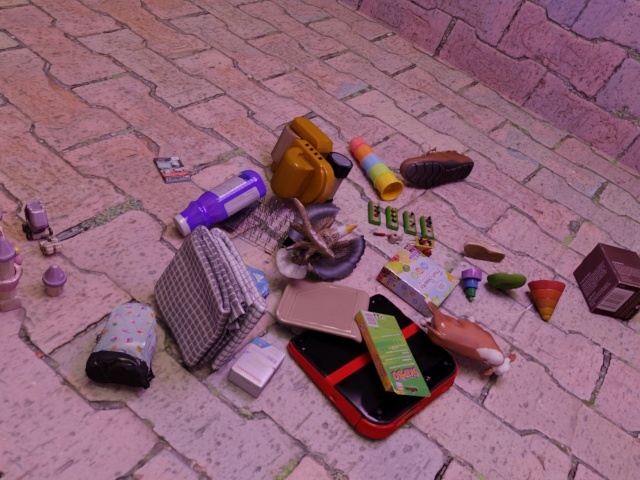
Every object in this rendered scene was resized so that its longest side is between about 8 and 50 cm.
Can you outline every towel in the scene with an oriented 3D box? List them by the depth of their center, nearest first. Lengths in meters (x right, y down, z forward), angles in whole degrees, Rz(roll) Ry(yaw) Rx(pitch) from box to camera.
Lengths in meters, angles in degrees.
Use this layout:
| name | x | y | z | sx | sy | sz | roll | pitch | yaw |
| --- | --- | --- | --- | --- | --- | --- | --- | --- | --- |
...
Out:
| name | x | y | z | sx | sy | sz | roll | pitch | yaw |
| --- | --- | --- | --- | --- | --- | --- | --- | --- | --- |
| towel | -0.279 | 0.138 | 1.370 | 0.121 | 0.235 | 0.283 | 9 | 39 | -47 |

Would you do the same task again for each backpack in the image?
| name | x | y | z | sx | sy | sz | roll | pitch | yaw |
| --- | --- | --- | --- | --- | --- | --- | --- | --- | --- |
| backpack | -0.434 | 0.233 | 1.297 | 0.152 | 0.115 | 0.182 | 14 | 38 | -7 |

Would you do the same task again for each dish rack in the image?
| name | x | y | z | sx | sy | sz | roll | pitch | yaw |
| --- | --- | --- | --- | --- | --- | --- | --- | --- | --- |
| dish rack | -0.169 | -0.063 | 1.778 | 0.272 | 0.074 | 0.208 | 28 | 39 | 6 |

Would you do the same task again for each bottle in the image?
| name | x | y | z | sx | sy | sz | roll | pitch | yaw |
| --- | --- | --- | --- | --- | --- | --- | --- | --- | --- |
| bottle | -0.300 | -0.110 | 1.701 | 0.283 | 0.092 | 0.118 | -34 | 28 | -23 |

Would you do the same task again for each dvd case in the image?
| name | x | y | z | sx | sy | sz | roll | pitch | yaw |
| --- | --- | --- | --- | --- | --- | --- | --- | --- | --- |
| dvd case | -0.483 | -0.231 | 1.861 | 0.087 | 0.013 | 0.119 | -12 | 52 | -34 |

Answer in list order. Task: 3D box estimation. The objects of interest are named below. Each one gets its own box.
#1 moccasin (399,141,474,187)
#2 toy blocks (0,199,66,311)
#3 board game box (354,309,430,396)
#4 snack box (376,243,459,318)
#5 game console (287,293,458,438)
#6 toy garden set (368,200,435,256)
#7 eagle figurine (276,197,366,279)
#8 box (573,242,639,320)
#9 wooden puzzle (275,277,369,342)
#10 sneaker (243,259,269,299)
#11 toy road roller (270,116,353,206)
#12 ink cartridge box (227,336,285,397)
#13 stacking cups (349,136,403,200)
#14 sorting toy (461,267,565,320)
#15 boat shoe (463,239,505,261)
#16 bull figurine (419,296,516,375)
| name | x | y | z | sx | sy | sz | roll | pitch | yaw |
| --- | --- | --- | --- | --- | --- | --- | --- | --- | --- |
| moccasin | 0.453 | -0.308 | 2.291 | 0.380 | 0.139 | 0.147 | -17 | 48 | -34 |
| toy blocks | -0.743 | -0.014 | 1.308 | 0.309 | 0.260 | 0.288 | -18 | 54 | -38 |
| board game box | 0.184 | 0.293 | 1.470 | 0.124 | 0.039 | 0.259 | 15 | 33 | -33 |
| snack box | 0.309 | 0.123 | 1.801 | 0.207 | 0.070 | 0.174 | 38 | 42 | 14 |
| game console | 0.152 | 0.320 | 1.532 | 0.387 | 0.060 | 0.342 | -21 | 51 | -41 |
| toy garden set | 0.290 | -0.050 | 1.997 | 0.245 | 0.049 | 0.203 | 15 | 41 | -10 |
| eagle figurine | 0.011 | -0.001 | 1.663 | 0.225 | 0.226 | 0.298 | 9 | 3 | 9 |
| box | 1.051 | 0.147 | 2.047 | 0.167 | 0.168 | 0.203 | 13 | 42 | -11 |
| wooden puzzle | 0.011 | 0.187 | 1.579 | 0.239 | 0.044 | 0.221 | 16 | 31 | 3 |
| sneaker | -0.201 | 0.142 | 1.524 | 0.126 | 0.091 | 0.240 | 18 | 39 | -7 |
| toy road roller | -0.076 | -0.252 | 1.895 | 0.241 | 0.202 | 0.329 | -6 | 46 | -47 |
| ink cartridge box | -0.155 | 0.308 | 1.393 | 0.089 | 0.052 | 0.122 | 31 | 39 | 9 |
| stacking cups | 0.209 | -0.285 | 2.193 | 0.096 | 0.096 | 0.316 | -2 | 43 | -27 |
| sorting toy | 0.637 | 0.183 | 1.892 | 0.366 | 0.127 | 0.126 | 10 | 71 | -11 |
| boat shoe | 0.577 | 0.031 | 2.040 | 0.170 | 0.063 | 0.059 | 17 | 37 | -22 |
| bull figurine | 0.410 | 0.275 | 1.623 | 0.310 | 0.101 | 0.188 | 29 | 13 | -26 |
